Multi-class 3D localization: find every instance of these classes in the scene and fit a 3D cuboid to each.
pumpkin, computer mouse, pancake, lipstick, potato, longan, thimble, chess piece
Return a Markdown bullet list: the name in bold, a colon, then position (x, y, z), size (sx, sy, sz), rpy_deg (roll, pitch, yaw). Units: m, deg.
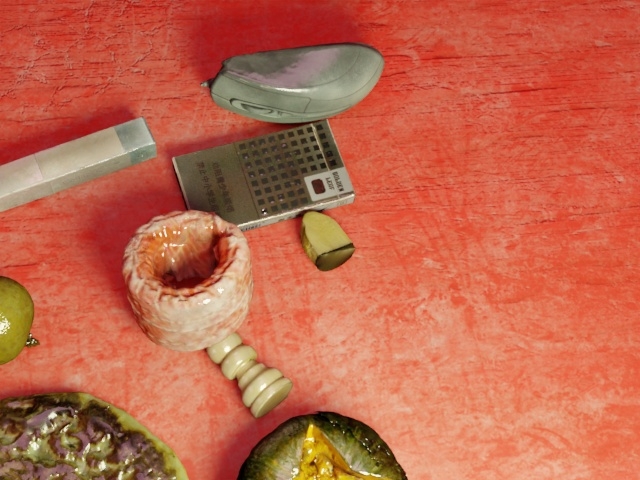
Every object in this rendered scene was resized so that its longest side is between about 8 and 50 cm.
- **pumpkin**: position (0.003, 0.445, 1.534), size (0.321, 0.192, 0.320), rpy_deg (2, 66, -5)
- **computer mouse**: position (-0.049, -0.301, 1.834), size (0.371, 0.188, 0.121), rpy_deg (-7, 74, -9)
- **pancake**: position (-0.422, 0.403, 1.557), size (0.427, 0.067, 0.304), rpy_deg (2, 64, -5)
- **lipstick**: position (-0.475, -0.147, 1.782), size (0.317, 0.066, 0.068), rpy_deg (-22, 74, -15)
- **potato**: position (0.000, 0.000, 1.783), size (0.096, 0.066, 0.103), rpy_deg (-8, 58, -36)
- **longan**: position (-0.566, 0.144, 1.624), size (0.145, 0.176, 0.154), rpy_deg (31, 88, 49)
- **thimble**: position (-0.234, 0.068, 1.646), size (0.239, 0.162, 0.239), rpy_deg (-2, 48, 2)
- **chess piece**: position (-0.138, 0.230, 1.667), size (0.094, 0.094, 0.170), rpy_deg (-40, 70, -19)

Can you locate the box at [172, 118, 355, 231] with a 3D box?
- **box**: position (-0.111, -0.119, 1.825), size (0.325, 0.047, 0.180), rpy_deg (-15, 71, -13)
